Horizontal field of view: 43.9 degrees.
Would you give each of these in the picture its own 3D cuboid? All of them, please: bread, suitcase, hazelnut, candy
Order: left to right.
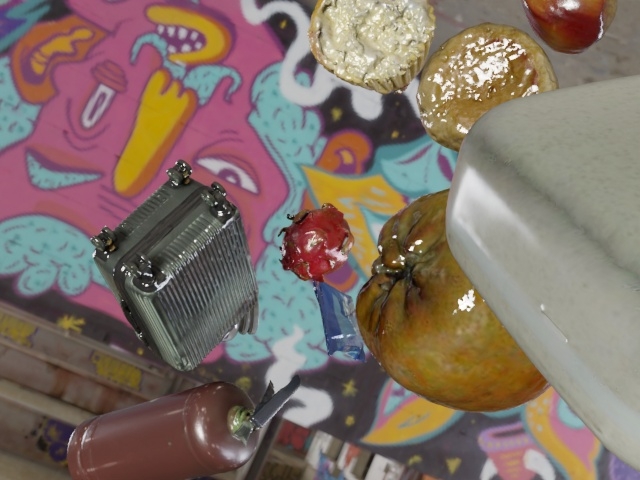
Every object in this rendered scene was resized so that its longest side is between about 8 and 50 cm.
[{"bbox_3d":[-0.202,0.049,1.167,0.128,0.202,0.312,32,154,23],"label":"suitcase"},{"bbox_3d":[0.049,0.199,1.915,0.077,0.187,0.331,-15,166,11],"label":"candy"},{"bbox_3d":[0.111,-0.443,1.708,0.274,0.274,0.149,23,168,15],"label":"bread"},{"bbox_3d":[0.277,-0.244,1.319,0.230,0.229,0.123,22,-178,19],"label":"bread"},{"bbox_3d":[0.525,-0.507,1.714,0.208,0.208,0.208,24,174,3],"label":"hazelnut"}]

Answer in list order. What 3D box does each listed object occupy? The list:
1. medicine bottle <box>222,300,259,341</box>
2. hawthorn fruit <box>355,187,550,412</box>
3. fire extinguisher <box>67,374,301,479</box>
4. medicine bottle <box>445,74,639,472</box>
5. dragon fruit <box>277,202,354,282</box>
[{"bbox_3d":[-0.216,0.136,1.488,0.192,0.106,0.107,2,-179,-16],"label":"medicine bottle"},{"bbox_3d":[0.202,0.088,0.995,0.301,0.267,0.268,25,174,-20],"label":"hawthorn fruit"},{"bbox_3d":[-0.180,0.251,1.044,0.337,0.135,0.114,-21,111,34],"label":"fire extinguisher"},{"bbox_3d":[0.277,-0.009,0.460,0.375,0.122,0.282,-11,-142,-18],"label":"medicine bottle"},{"bbox_3d":[0.000,0.000,1.425,0.133,0.166,0.136,-12,107,42],"label":"dragon fruit"}]
